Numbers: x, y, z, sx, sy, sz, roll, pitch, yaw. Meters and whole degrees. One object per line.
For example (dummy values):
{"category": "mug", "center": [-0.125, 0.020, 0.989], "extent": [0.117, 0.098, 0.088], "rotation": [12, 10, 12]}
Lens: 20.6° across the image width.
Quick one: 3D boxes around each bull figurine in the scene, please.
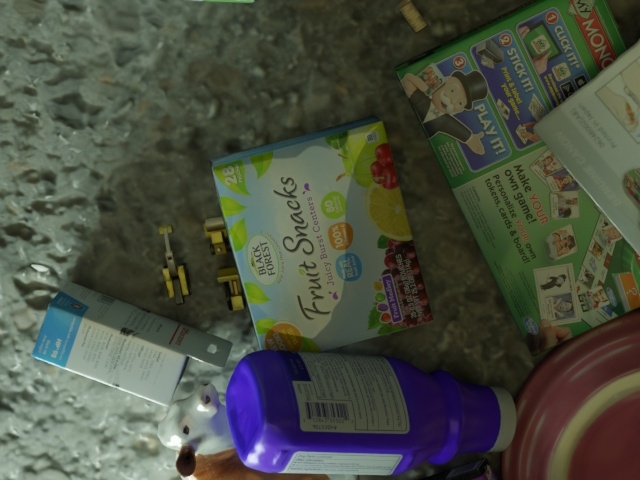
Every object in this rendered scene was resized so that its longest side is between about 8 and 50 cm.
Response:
{"category": "bull figurine", "center": [-0.047, 0.274, 1.771], "extent": [0.188, 0.101, 0.310], "rotation": [-11, 105, 3]}

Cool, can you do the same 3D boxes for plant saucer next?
{"category": "plant saucer", "center": [0.347, 0.233, 1.757], "extent": [0.332, 0.084, 0.332], "rotation": [1, 102, 3]}

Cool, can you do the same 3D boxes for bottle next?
{"category": "bottle", "center": [0.053, 0.169, 1.707], "extent": [0.283, 0.118, 0.092], "rotation": [4, 135, -26]}

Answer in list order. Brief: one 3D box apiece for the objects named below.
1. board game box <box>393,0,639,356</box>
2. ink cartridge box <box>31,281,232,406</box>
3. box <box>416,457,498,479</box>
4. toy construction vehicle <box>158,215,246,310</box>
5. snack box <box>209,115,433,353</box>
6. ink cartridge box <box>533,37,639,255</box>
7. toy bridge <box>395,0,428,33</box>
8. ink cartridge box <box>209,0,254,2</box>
{"category": "board game box", "center": [0.235, -0.072, 1.721], "extent": [0.214, 0.046, 0.317], "rotation": [-25, 99, 6]}
{"category": "ink cartridge box", "center": [-0.184, 0.108, 1.745], "extent": [0.180, 0.104, 0.060], "rotation": [21, 101, -1]}
{"category": "box", "center": [0.156, 0.307, 1.784], "extent": [0.116, 0.029, 0.162], "rotation": [-25, 102, 34]}
{"category": "toy construction vehicle", "center": [-0.116, 0.028, 1.762], "extent": [0.086, 0.035, 0.098], "rotation": [-7, 101, 4]}
{"category": "snack box", "center": [0.000, 0.000, 1.724], "extent": [0.175, 0.070, 0.207], "rotation": [-14, 99, -3]}
{"category": "ink cartridge box", "center": [0.444, -0.123, 1.671], "extent": [0.385, 0.091, 0.308], "rotation": [-40, 98, 15]}
{"category": "toy bridge", "center": [0.149, -0.279, 1.694], "extent": [0.188, 0.026, 0.063], "rotation": [-36, 96, 8]}
{"category": "ink cartridge box", "center": [-0.160, -0.274, 1.641], "extent": [0.219, 0.160, 0.092], "rotation": [4, 100, 1]}
